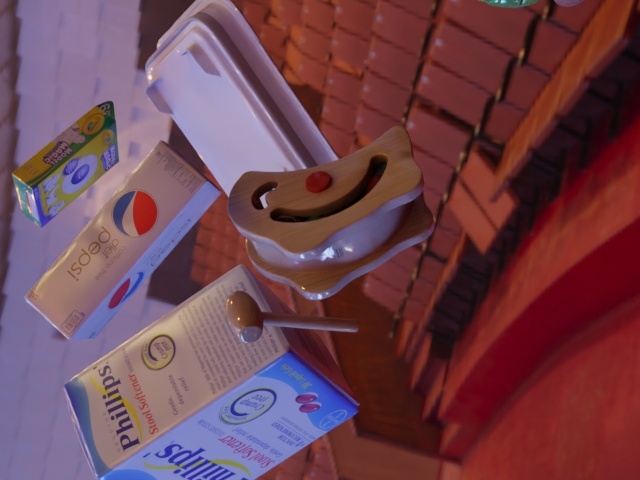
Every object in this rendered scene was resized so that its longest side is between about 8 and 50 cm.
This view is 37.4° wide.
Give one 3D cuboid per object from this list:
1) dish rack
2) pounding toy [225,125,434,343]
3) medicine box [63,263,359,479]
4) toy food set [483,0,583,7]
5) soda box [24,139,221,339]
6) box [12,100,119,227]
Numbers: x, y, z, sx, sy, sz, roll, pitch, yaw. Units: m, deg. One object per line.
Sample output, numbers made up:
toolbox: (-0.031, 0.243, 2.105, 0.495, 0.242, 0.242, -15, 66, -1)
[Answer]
dish rack: (-0.115, -0.148, 1.286, 0.072, 0.333, 0.285, -41, 11, -26)
pounding toy: (0.000, 0.000, 1.037, 0.154, 0.269, 0.155, 51, 167, 44)
medicine box: (-0.137, 0.210, 1.259, 0.149, 0.289, 0.263, 58, -175, 33)
toy food set: (0.244, -0.297, 1.011, 0.128, 0.217, 0.071, 103, 152, -56)
soda box: (-0.203, 0.003, 0.990, 0.216, 0.069, 0.074, -49, -9, -1)
box: (-0.339, -0.108, 1.309, 0.179, 0.043, 0.105, -49, -13, -28)
